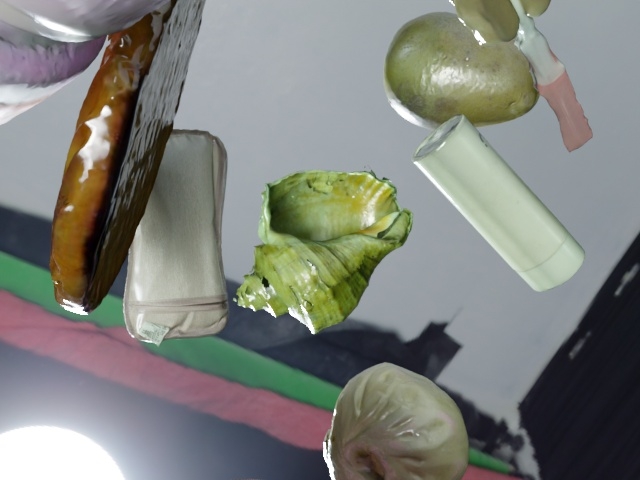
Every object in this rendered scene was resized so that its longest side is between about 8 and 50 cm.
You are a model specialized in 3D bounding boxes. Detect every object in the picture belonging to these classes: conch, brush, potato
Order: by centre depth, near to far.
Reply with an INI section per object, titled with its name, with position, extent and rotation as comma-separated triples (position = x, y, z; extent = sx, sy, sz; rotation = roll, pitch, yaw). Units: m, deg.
[conch]
position = 0.000, 0.000, 0.420
extent = 0.089, 0.121, 0.074
rotation = 63, 159, -15
[brush]
position = 0.167, -0.168, 0.602
extent = 0.301, 0.084, 0.071
rotation = 46, -159, -41
[potato]
position = 0.223, -0.252, 1.133
extent = 0.252, 0.174, 0.159
rotation = 11, -158, 9

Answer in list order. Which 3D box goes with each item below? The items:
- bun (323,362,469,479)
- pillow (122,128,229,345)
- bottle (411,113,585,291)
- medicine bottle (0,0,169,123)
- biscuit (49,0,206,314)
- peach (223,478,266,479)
[bun]
position = 0.078, 0.254, 0.898
extent = 0.178, 0.193, 0.128
rotation = 37, -165, 24
[pillow]
position = -0.155, -0.006, 0.803
extent = 0.131, 0.232, 0.038
rotation = -3, 180, -38
[bottle]
position = 0.189, -0.038, 0.784
extent = 0.201, 0.072, 0.072
rotation = 44, -168, -12
[medicine bottle]
position = -0.238, -0.153, 0.398
extent = 0.219, 0.389, 0.219
rotation = 47, -149, -40
[biscuit]
position = -0.150, -0.094, 0.602
extent = 0.040, 0.317, 0.318
rotation = 19, -164, -9
[peach]
position = -0.016, 0.377, 0.520
extent = 0.416, 0.353, 0.339
rotation = 58, 152, -7
